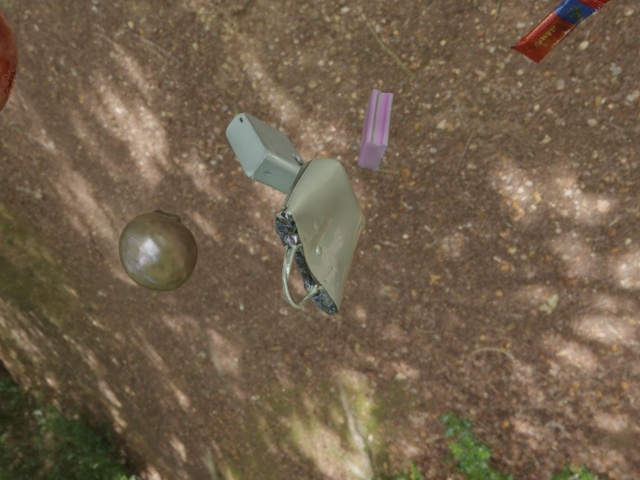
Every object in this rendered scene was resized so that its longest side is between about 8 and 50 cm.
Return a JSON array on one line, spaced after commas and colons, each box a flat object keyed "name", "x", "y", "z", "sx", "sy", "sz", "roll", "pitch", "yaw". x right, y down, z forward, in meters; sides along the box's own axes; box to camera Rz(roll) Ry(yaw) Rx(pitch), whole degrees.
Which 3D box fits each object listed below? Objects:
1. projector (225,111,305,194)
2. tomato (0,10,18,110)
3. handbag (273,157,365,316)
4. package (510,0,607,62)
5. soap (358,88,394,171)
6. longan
[{"name": "projector", "x": -0.164, "y": -0.265, "z": 1.956, "sx": 0.198, "sy": 0.108, "sz": 0.250, "roll": 21, "pitch": -152, "yaw": -44}, {"name": "tomato", "x": -0.546, "y": -0.267, "z": 0.965, "sx": 0.225, "sy": 0.225, "sz": 0.085, "roll": 31, "pitch": -177, "yaw": 25}, {"name": "handbag", "x": 0.000, "y": 0.000, "z": 1.172, "sx": 0.109, "sy": 0.315, "sz": 0.241, "roll": -14, "pitch": 121, "yaw": 21}, {"name": "package", "x": 0.487, "y": -0.441, "z": 1.289, "sx": 0.083, "sy": 0.022, "sz": 0.200, "roll": 15, "pitch": 149, "yaw": -24}, {"name": "soap", "x": 0.155, "y": -0.310, "z": 1.765, "sx": 0.066, "sy": 0.203, "sz": 0.122, "roll": 11, "pitch": 148, "yaw": -4}, {"name": "longan", "x": -0.213, "y": 0.008, "z": 0.838, "sx": 0.106, "sy": 0.119, "sz": 0.106, "roll": 3, "pitch": 145, "yaw": 2}]
